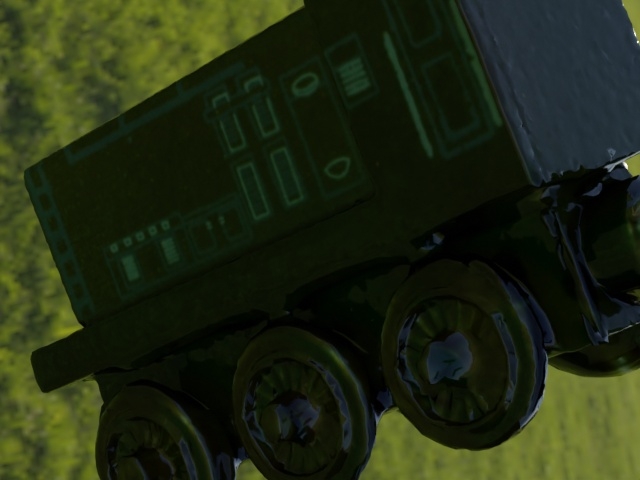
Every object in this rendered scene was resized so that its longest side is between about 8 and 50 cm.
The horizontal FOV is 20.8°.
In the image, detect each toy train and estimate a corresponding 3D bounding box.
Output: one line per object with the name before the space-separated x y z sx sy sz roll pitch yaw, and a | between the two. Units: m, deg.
toy train | 0.000 0.000 0.498 0.090 0.225 0.137 -18 86 -49
